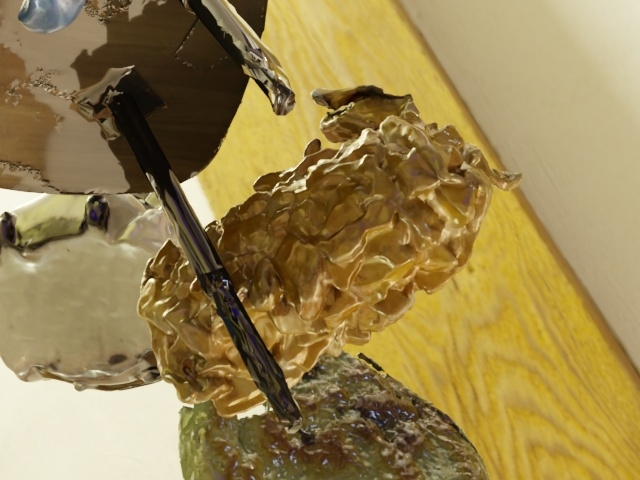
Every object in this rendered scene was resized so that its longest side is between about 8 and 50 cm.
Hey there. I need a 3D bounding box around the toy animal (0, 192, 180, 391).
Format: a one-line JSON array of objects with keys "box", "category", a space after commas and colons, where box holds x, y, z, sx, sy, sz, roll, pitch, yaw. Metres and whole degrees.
[{"box": [-0.190, 0.036, 1.244, 0.208, 0.204, 0.156, -11, -164, 24], "category": "toy animal"}]

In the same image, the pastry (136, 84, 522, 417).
[{"box": [0.000, 0.000, 0.858, 0.250, 0.102, 0.154, -37, -146, 11], "category": "pastry"}]

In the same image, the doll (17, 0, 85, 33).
[{"box": [-0.138, -0.108, 0.447, 0.205, 0.110, 0.067, -3, -145, 13], "category": "doll"}]

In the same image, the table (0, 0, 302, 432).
[{"box": [-0.115, -0.063, 0.704, 0.317, 0.317, 0.249, -31, -130, 9], "category": "table"}]

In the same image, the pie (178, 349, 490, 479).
[{"box": [0.019, 0.207, 1.208, 0.302, 0.302, 0.067, 61, -40, 37], "category": "pie"}]
